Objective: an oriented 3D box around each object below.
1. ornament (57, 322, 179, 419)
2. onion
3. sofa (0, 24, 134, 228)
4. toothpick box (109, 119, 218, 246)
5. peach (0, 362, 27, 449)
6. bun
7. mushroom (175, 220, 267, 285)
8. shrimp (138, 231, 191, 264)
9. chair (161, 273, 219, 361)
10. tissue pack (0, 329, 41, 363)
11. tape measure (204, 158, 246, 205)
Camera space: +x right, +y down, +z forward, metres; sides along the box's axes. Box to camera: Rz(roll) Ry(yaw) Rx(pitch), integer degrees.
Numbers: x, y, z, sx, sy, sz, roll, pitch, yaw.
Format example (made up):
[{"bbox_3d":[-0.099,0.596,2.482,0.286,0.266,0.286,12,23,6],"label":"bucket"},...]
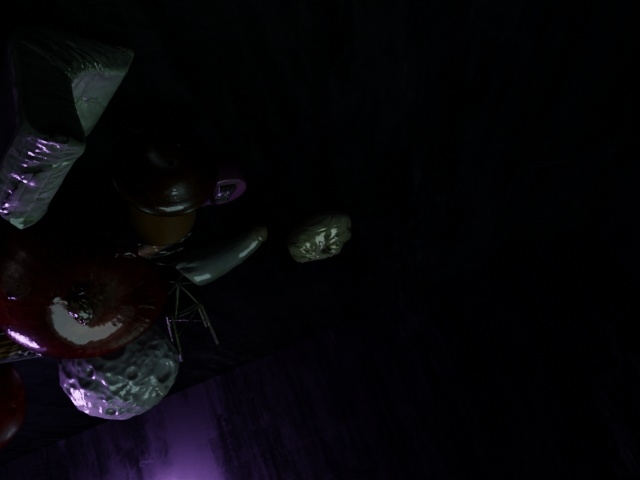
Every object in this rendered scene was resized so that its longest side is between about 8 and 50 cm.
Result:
[{"bbox_3d":[-0.590,0.355,1.669,0.337,0.336,0.337,-20,159,-8],"label":"ornament"},{"bbox_3d":[-0.503,0.086,1.176,0.342,0.341,0.341,-20,159,-8],"label":"onion"},{"bbox_3d":[-0.376,-0.160,0.838,0.176,0.225,0.210,5,144,-45],"label":"sofa"},{"bbox_3d":[-0.306,-0.101,1.120,0.192,0.192,0.294,-14,163,-23],"label":"toothpick box"},{"bbox_3d":[-1.028,0.443,1.533,0.339,0.352,0.417,17,-166,36],"label":"peach"},{"bbox_3d":[0.000,0.000,1.773,0.210,0.116,0.237,-18,157,-14],"label":"bun"},{"bbox_3d":[-0.268,0.035,1.629,0.270,0.103,0.118,-31,169,-7],"label":"mushroom"},{"bbox_3d":[-0.396,0.019,1.510,0.219,0.046,0.152,-27,159,24],"label":"shrimp"},{"bbox_3d":[-0.432,0.201,1.808,0.160,0.170,0.325,-24,121,-19],"label":"chair"},{"bbox_3d":[-0.740,0.157,1.289,0.370,0.209,0.198,-3,146,-39],"label":"tissue pack"},{"bbox_3d":[-0.228,-0.124,1.288,0.118,0.074,0.125,-13,160,-26],"label":"tape measure"}]
